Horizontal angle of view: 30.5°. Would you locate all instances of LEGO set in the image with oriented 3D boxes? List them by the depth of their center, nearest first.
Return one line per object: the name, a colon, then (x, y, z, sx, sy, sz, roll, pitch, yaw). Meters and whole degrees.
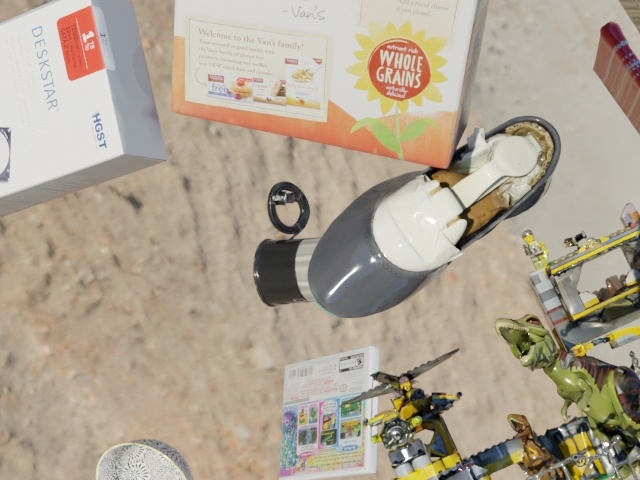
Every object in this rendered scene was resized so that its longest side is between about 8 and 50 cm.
LEGO set: (0.154, 0.085, 0.822, 0.192, 0.331, 0.255, 65, 11, 11)

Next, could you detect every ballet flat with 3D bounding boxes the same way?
ballet flat: (0.077, -0.023, 0.720, 0.203, 0.074, 0.074, -31, 96, -31)

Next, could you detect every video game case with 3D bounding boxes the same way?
video game case: (0.009, 0.204, 1.363, 0.019, 0.157, 0.143, 18, 65, -38)

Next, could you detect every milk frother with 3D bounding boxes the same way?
milk frother: (0.000, 0.000, 1.412, 0.129, 0.134, 0.143, -33, 115, -63)

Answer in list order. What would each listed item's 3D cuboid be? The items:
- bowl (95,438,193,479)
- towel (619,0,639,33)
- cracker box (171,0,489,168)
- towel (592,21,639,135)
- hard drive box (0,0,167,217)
bowl: (-0.262, 0.374, 1.858, 0.170, 0.170, 0.080, 59, 30, -10)
towel: (0.256, -0.170, 0.750, 0.324, 0.056, 0.312, 53, 4, -10)
cracker box: (0.012, -0.165, 0.590, 0.067, 0.155, 0.232, -60, 160, -58)
towel: (0.446, -0.155, 1.545, 0.275, 0.031, 0.199, 58, 6, 10)
hard drive box: (-0.296, -0.140, 1.244, 0.089, 0.232, 0.181, 3, 72, -66)
